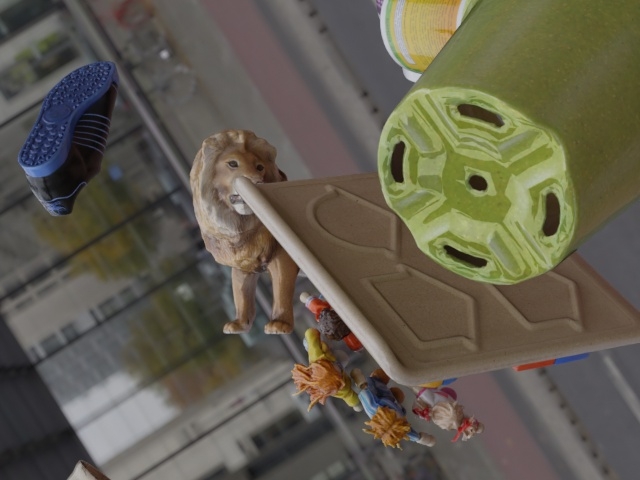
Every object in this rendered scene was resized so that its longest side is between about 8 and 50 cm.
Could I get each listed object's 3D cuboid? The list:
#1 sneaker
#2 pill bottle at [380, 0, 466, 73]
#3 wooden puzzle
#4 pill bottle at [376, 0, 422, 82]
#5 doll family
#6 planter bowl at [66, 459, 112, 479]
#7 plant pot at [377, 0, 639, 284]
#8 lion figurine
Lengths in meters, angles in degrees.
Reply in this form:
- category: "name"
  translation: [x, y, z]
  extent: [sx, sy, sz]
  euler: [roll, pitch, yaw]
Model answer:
- category: "sneaker"
  translation: [-0.303, -0.128, 1.943]
  extent: [0.232, 0.081, 0.090]
  euler: [-66, -32, -44]
- category: "pill bottle"
  translation: [0.193, -0.258, 1.868]
  extent: [0.246, 0.136, 0.136]
  euler: [17, 142, 56]
- category: "wooden puzzle"
  translation: [0.120, 0.037, 1.567]
  extent: [0.322, 0.348, 0.080]
  euler: [50, 132, 43]
- category: "pill bottle"
  translation: [0.150, -0.368, 2.070]
  extent: [0.169, 0.169, 0.301]
  euler: [-131, 28, -61]
- category: "doll family"
  translation: [0.056, 0.174, 1.802]
  extent: [0.263, 0.118, 0.163]
  euler: [38, -175, -4]
- category: "planter bowl"
  translation: [-0.267, 0.361, 1.912]
  extent: [0.162, 0.109, 0.162]
  euler: [38, 173, 6]
- category: "plant pot"
  translation: [0.186, -0.099, 1.322]
  extent: [0.276, 0.254, 0.276]
  euler: [19, 129, 25]
- category: "lion figurine"
  translation: [0.000, 0.000, 1.938]
  extent: [0.142, 0.392, 0.240]
  euler: [-3, 83, 47]
